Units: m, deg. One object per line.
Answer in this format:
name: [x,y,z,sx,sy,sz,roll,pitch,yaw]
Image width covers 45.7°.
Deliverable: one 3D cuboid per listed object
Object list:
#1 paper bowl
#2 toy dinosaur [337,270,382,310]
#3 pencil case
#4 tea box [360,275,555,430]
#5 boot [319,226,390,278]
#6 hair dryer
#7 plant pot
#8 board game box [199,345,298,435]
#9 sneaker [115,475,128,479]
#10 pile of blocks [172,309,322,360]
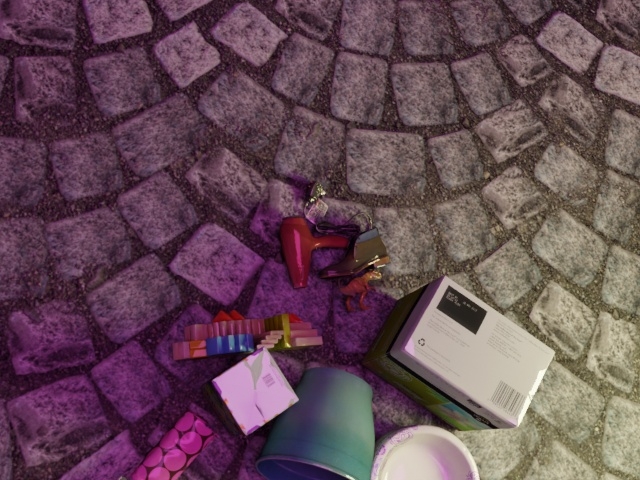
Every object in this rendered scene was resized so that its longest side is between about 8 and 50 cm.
paper bowl: [0.235,0.600,1.872,0.284,0.148,0.284,3,76,-13]
toy dinosaur: [0.086,0.129,1.978,0.211,0.064,0.112,-20,107,-55]
pencil case: [-0.341,0.504,1.785,0.098,0.095,0.209,47,72,-12]
tea box: [0.326,0.291,1.880,0.329,0.323,0.220,35,70,-3]
boot: [0.080,0.035,1.998,0.219,0.082,0.106,-14,90,-33]
hair dryer: [0.000,0.000,2.002,0.223,0.080,0.294,35,72,-5]
plant pot: [0.012,0.451,1.805,0.271,0.272,0.255,23,58,-8]
board game box: [-0.173,0.354,1.764,0.142,0.275,0.144,-32,86,-19]
sneaker: [-0.404,0.629,1.744,0.083,0.084,0.215,-30,95,-20]
pile of blocks: [-0.180,0.220,1.864,0.362,0.149,0.113,-4,77,-14]
